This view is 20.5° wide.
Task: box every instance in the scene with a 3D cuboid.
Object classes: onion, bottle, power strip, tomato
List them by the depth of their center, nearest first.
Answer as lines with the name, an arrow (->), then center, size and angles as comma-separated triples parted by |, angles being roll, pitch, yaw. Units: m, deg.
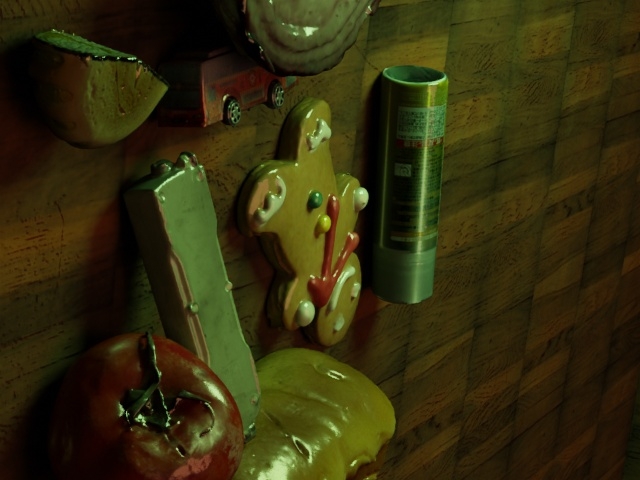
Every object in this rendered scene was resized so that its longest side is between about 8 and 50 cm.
tomato -> -0.168, 0.176, 1.608 | 0.187, 0.187, 0.151 | -59, -176, -33
power strip -> -0.116, 0.060, 1.678 | 0.080, 0.048, 0.286 | -33, 112, -50
onion -> -0.019, -0.301, 1.686 | 0.314, 0.146, 0.280 | -67, 159, -7
bottle -> 0.106, -0.065, 2.145 | 0.082, 0.082, 0.286 | -34, 132, -56

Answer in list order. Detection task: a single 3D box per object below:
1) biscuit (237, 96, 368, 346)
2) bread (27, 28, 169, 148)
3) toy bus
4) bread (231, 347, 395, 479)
biscuit -> 0.000, 0.000, 1.997 | 0.216, 0.047, 0.340 | -58, 149, -33
bread -> -0.192, -0.123, 1.479 | 0.157, 0.083, 0.094 | -15, 119, -62
toy bus -> -0.090, -0.156, 1.710 | 0.192, 0.065, 0.077 | -30, 118, -58
bread -> -0.057, 0.226, 1.820 | 0.344, 0.195, 0.149 | -32, 135, -60
